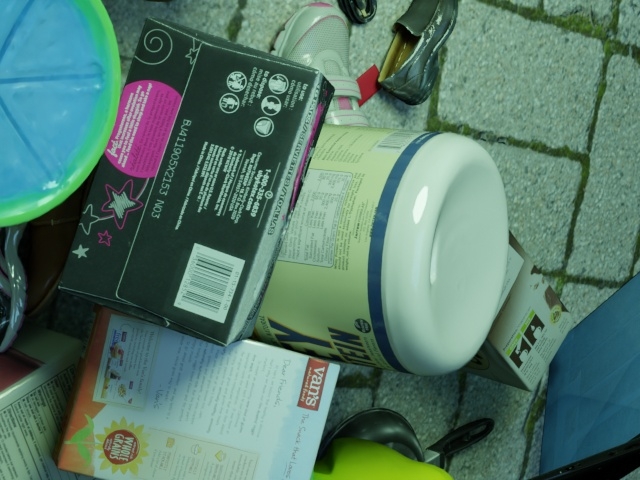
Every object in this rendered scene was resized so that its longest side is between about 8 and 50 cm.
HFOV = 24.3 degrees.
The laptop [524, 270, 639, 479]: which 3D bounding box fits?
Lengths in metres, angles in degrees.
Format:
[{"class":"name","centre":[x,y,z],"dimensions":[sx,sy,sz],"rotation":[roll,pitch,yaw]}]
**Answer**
[{"class":"laptop","centre":[0.259,0.209,1.810],"dimensions":[0.408,0.382,0.236],"rotation":[-14,69,-27]}]

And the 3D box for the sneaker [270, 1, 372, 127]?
[{"class":"sneaker","centre":[0.012,-0.134,1.641],"dimensions":[0.103,0.111,0.252],"rotation":[-12,108,-42]}]

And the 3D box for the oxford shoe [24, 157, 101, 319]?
[{"class":"oxford shoe","centre":[-0.264,-0.030,1.440],"dimensions":[0.076,0.076,0.212],"rotation":[23,75,-31]}]

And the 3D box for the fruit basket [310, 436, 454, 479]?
[{"class":"fruit basket","centre":[-0.038,0.288,1.574],"dimensions":[0.392,0.283,0.392],"rotation":[-7,106,-27]}]

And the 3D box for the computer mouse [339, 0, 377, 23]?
[{"class":"computer mouse","centre":[0.007,-0.332,1.638],"dimensions":[0.071,0.041,0.242],"rotation":[-56,132,-20]}]

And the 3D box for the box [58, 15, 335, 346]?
[{"class":"box","centre":[-0.102,-0.049,1.309],"dimensions":[0.142,0.163,0.247],"rotation":[-6,114,-84]}]

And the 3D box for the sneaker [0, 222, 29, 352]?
[{"class":"sneaker","centre":[-0.323,0.016,1.398],"dimensions":[0.077,0.072,0.178],"rotation":[4,86,-38]}]

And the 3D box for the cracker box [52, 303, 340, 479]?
[{"class":"cracker box","centre":[-0.114,0.159,1.377],"dimensions":[0.232,0.067,0.155],"rotation":[17,86,-14]}]

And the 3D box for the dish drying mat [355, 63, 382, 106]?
[{"class":"dish drying mat","centre":[0.043,-0.170,1.735],"dimensions":[0.083,0.008,0.032],"rotation":[-43,125,-28]}]

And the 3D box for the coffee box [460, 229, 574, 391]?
[{"class":"coffee box","centre":[0.156,0.041,1.785],"dimensions":[0.119,0.168,0.297],"rotation":[-57,132,-18]}]

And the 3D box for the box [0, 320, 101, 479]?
[{"class":"box","centre":[-0.321,0.199,1.393],"dimensions":[0.232,0.127,0.148],"rotation":[-33,119,-34]}]

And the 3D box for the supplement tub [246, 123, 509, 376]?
[{"class":"supplement tub","centre":[0.000,0.000,1.484],"dimensions":[0.235,0.325,0.235],"rotation":[-20,113,-58]}]

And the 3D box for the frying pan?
[{"class":"frying pan","centre":[0.108,0.316,1.897],"dimensions":[0.326,0.053,0.197],"rotation":[12,93,-42]}]

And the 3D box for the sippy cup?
[{"class":"sippy cup","centre":[-0.323,-0.140,1.239],"dimensions":[0.305,0.224,0.240],"rotation":[-38,123,-31]}]

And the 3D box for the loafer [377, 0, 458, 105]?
[{"class":"loafer","centre":[0.115,-0.247,1.750],"dimensions":[0.061,0.062,0.170],"rotation":[19,82,-38]}]
